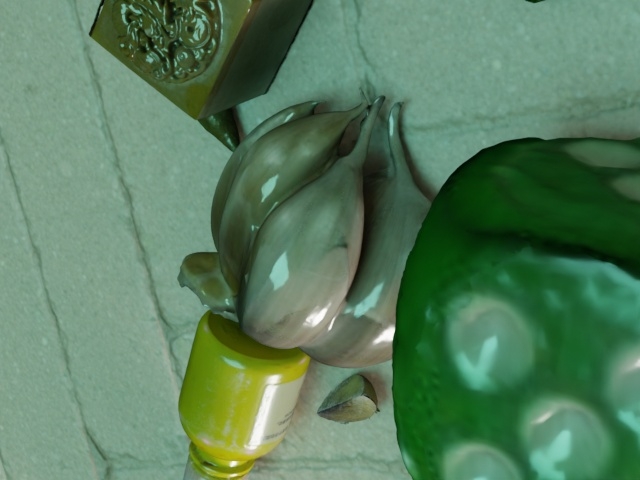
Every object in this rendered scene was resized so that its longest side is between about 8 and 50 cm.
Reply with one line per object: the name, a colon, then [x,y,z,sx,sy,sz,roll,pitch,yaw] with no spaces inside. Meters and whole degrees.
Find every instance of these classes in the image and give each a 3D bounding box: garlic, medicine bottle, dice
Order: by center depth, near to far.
dice: [0.242,0.087,1.005,0.300,0.297,0.287,16,118,28]
garlic: [0.000,0.000,1.248,0.292,0.210,0.237,-43,47,40]
medicine bottle: [-0.091,0.180,1.358,0.122,0.122,0.212,29,120,22]

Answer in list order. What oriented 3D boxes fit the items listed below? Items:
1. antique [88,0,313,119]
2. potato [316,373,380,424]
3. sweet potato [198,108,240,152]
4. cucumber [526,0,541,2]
antique: [-0.116,-0.220,1.222,0.152,0.148,0.147,38,125,14]
potato: [0.037,0.162,1.327,0.037,0.036,0.093,28,149,-19]
sweet potato: [-0.123,-0.156,1.316,0.041,0.038,0.153,-36,83,13]
cucumber: [0.181,-0.312,1.044,0.074,0.074,0.241,14,114,29]
